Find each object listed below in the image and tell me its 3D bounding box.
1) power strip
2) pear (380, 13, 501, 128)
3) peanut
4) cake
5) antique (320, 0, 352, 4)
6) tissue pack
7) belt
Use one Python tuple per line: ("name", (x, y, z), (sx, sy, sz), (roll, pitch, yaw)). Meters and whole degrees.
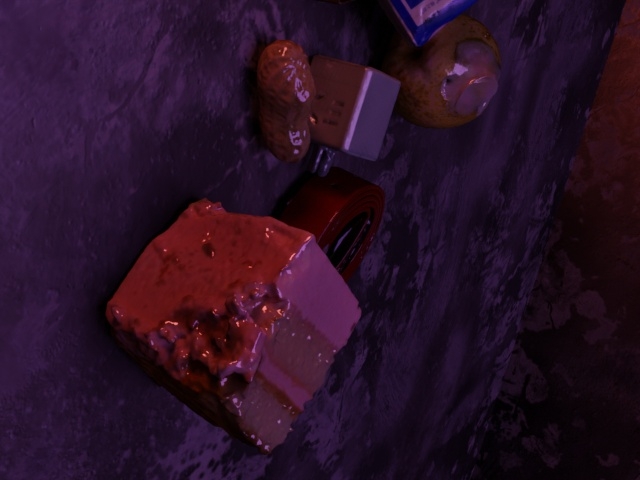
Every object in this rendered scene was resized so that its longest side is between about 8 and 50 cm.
("power strip", (0.040, -0.226, 1.443), (0.139, 0.140, 0.225), (4, 105, -59))
("pear", (0.252, -0.368, 1.608), (0.271, 0.271, 0.271), (-34, 135, -43))
("peanut", (-0.060, -0.239, 1.315), (0.095, 0.108, 0.226), (-27, 133, -36))
("cake", (-0.139, 0.129, 1.231), (0.307, 0.314, 0.293), (-53, 144, -19))
("antique", (0.031, -0.571, 1.271), (0.093, 0.087, 0.310), (-32, 134, -42))
("tissue pack", (0.225, -0.529, 1.413), (0.269, 0.137, 0.209), (-38, 113, 7))
("belt", (0.000, 0.000, 1.528), (0.324, 0.115, 0.227), (-53, 150, -19))
